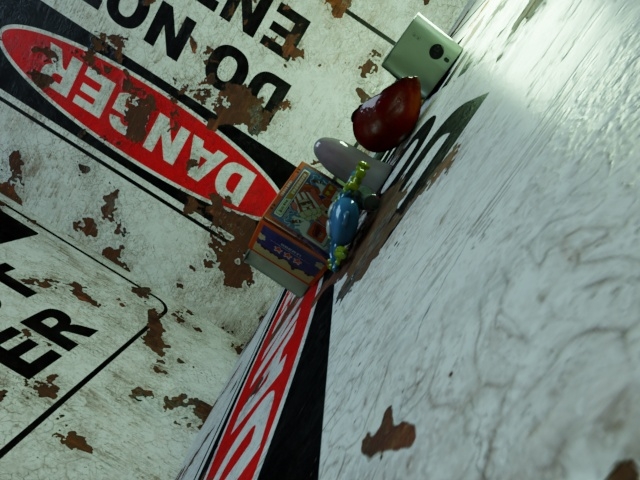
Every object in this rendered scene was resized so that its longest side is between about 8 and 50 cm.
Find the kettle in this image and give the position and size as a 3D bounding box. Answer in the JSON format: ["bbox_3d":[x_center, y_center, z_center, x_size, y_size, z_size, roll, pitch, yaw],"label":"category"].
[{"bbox_3d":[-0.156,0.072,1.914,0.265,0.318,0.205,-60,3,-28],"label":"kettle"}]

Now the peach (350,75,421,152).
[{"bbox_3d":[0.293,-0.490,1.709,0.257,0.201,0.361,-18,-11,-43],"label":"peach"}]

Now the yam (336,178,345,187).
[{"bbox_3d":[0.175,-0.359,2.502,0.161,0.161,0.268,-57,2,15],"label":"yam"}]

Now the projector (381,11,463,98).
[{"bbox_3d":[0.439,-0.803,1.851,0.249,0.249,0.248,-52,5,19],"label":"projector"}]

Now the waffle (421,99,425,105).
[{"bbox_3d":[0.468,-0.636,1.979,0.078,0.016,0.085,-53,4,6],"label":"waffle"}]

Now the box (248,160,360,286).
[{"bbox_3d":[-0.053,-0.066,1.684,0.349,0.318,0.257,-59,5,-35],"label":"box"}]

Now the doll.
[{"bbox_3d":[0.061,-0.074,1.339,0.341,0.098,0.346,-178,103,-82],"label":"doll"}]

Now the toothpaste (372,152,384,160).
[{"bbox_3d":[0.338,-0.496,2.354,0.268,0.047,0.069,121,166,-49],"label":"toothpaste"}]

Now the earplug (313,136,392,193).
[{"bbox_3d":[0.108,-0.299,1.627,0.172,0.301,0.172,-57,4,7],"label":"earplug"}]

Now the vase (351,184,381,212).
[{"bbox_3d":[0.154,-0.133,1.384,0.086,0.086,0.214,-57,8,8],"label":"vase"}]
